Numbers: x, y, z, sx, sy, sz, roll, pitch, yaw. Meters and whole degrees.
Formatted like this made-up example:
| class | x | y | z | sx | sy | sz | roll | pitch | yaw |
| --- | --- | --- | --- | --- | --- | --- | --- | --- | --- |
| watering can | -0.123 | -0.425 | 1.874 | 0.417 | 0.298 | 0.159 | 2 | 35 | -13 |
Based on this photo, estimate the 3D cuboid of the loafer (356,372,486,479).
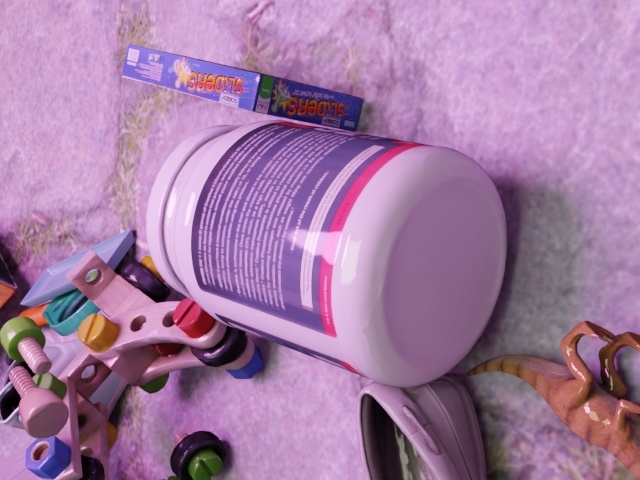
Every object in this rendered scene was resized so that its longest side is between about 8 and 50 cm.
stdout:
| class | x | y | z | sx | sy | sz | roll | pitch | yaw |
| --- | --- | --- | --- | --- | --- | --- | --- | --- | --- |
| loafer | 0.095 | 0.262 | 0.801 | 0.112 | 0.111 | 0.319 | -30 | 68 | 39 |

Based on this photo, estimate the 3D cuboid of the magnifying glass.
| class | x | y | z | sx | sy | sz | roll | pitch | yaw |
| --- | --- | --- | --- | --- | --- | --- | --- | --- | --- |
| magnifying glass | -0.322 | 0.086 | 1.243 | 0.231 | 0.026 | 0.092 | -15 | 36 | 49 |

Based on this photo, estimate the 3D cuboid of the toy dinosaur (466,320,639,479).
| class | x | y | z | sx | sy | sz | roll | pitch | yaw |
| --- | --- | --- | --- | --- | --- | --- | --- | --- | --- |
| toy dinosaur | 0.190 | 0.111 | 0.753 | 0.211 | 0.064 | 0.112 | 36 | 113 | 39 |

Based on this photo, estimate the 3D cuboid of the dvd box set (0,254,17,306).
| class | x | y | z | sx | sy | sz | roll | pitch | yaw |
| --- | --- | --- | --- | --- | --- | --- | --- | --- | --- |
| dvd box set | -0.617 | 0.122 | 1.389 | 0.420 | 0.062 | 0.307 | -47 | 47 | 4 |

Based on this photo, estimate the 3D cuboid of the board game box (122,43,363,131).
| class | x | y | z | sx | sy | sz | roll | pitch | yaw |
| --- | --- | --- | --- | --- | --- | --- | --- | --- | --- |
| board game box | -0.078 | -0.148 | 0.970 | 0.201 | 0.136 | 0.035 | 21 | 102 | 43 |

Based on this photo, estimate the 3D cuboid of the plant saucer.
| class | x | y | z | sx | sy | sz | roll | pitch | yaw |
| --- | --- | --- | --- | --- | --- | --- | --- | --- | --- |
| plant saucer | -0.296 | 0.037 | 1.226 | 0.192 | 0.018 | 0.067 | -20 | 30 | 41 |

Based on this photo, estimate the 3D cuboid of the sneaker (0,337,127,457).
| class | x | y | z | sx | sy | sz | roll | pitch | yaw |
| --- | --- | --- | --- | --- | --- | --- | --- | --- | --- |
| sneaker | -0.328 | 0.217 | 1.178 | 0.094 | 0.151 | 0.255 | 38 | 115 | 36 |

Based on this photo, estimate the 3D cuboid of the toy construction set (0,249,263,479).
| class | x | y | z | sx | sy | sz | roll | pitch | yaw |
| --- | --- | --- | --- | --- | --- | --- | --- | --- | --- |
| toy construction set | -0.246 | 0.120 | 1.021 | 0.237 | 0.309 | 0.257 | 39 | 106 | 43 |

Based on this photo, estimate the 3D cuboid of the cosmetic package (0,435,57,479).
| class | x | y | z | sx | sy | sz | roll | pitch | yaw |
| --- | --- | --- | --- | --- | --- | --- | --- | --- | --- |
| cosmetic package | -0.253 | 0.335 | 1.078 | 0.238 | 0.107 | 0.127 | 35 | 130 | 18 |

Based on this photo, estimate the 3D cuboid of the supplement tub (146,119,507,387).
| class | x | y | z | sx | sy | sz | roll | pitch | yaw |
| --- | --- | --- | --- | --- | --- | --- | --- | --- | --- |
| supplement tub | 0.000 | 0.000 | 0.850 | 0.272 | 0.191 | 0.191 | 16 | 99 | 42 |
